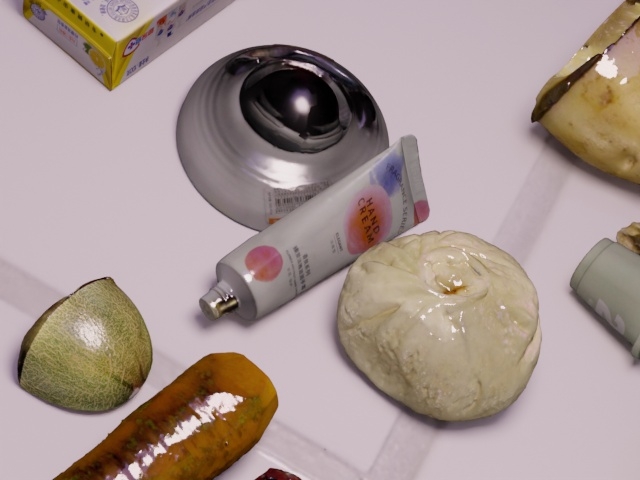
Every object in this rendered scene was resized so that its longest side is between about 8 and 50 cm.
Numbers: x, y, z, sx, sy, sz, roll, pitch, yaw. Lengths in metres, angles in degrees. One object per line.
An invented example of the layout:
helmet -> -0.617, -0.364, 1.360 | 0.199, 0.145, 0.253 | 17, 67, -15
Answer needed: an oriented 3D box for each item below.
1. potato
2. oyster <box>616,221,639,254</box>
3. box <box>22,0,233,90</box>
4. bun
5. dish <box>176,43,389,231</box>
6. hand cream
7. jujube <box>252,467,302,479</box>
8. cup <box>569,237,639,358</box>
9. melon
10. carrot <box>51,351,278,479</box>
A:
potato -> 0.432, -0.189, 1.759 | 0.242, 0.242, 0.285 | 39, 51, 10
oyster -> 0.542, 0.039, 1.671 | 0.351, 0.115, 0.238 | 20, 22, 12
box -> -0.232, -0.335, 1.728 | 0.168, 0.097, 0.265 | 39, 58, 10
bun -> 0.147, 0.091, 1.541 | 0.243, 0.153, 0.244 | 5, 62, -10
dish -> -0.033, -0.154, 1.652 | 0.273, 0.134, 0.273 | 8, 57, -12
hand cream -> 0.000, 0.000, 1.585 | 0.340, 0.124, 0.077 | -31, 35, -26
jujube -> -0.060, 0.317, 1.381 | 0.104, 0.104, 0.166 | 26, 67, 2
cup -> 0.384, 0.065, 1.643 | 0.120, 0.120, 0.141 | -35, 65, -30
melon -> -0.241, 0.113, 1.462 | 0.128, 0.079, 0.160 | 37, 57, 11
carrot -> -0.175, 0.232, 1.392 | 0.302, 0.114, 0.114 | -37, 74, -26
